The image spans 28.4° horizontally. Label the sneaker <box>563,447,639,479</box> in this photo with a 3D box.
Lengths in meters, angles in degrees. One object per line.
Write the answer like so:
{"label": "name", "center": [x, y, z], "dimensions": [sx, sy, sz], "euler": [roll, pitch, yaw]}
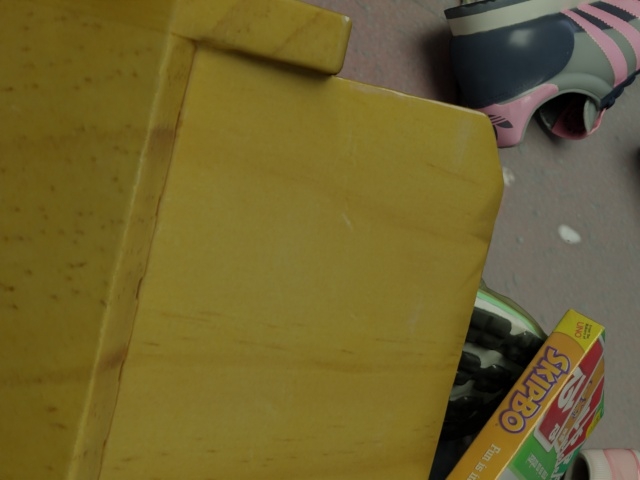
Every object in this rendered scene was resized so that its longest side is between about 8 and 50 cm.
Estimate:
{"label": "sneaker", "center": [0.215, 0.219, 0.948], "dimensions": [0.070, 0.051, 0.134], "euler": [13, 59, -25]}

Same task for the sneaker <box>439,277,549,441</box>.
{"label": "sneaker", "center": [0.000, 0.000, 0.867], "dimensions": [0.410, 0.158, 0.182], "euler": [28, 39, -25]}

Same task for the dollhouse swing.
{"label": "dollhouse swing", "center": [-0.111, 0.032, 0.690], "dimensions": [0.305, 0.315, 0.347], "euler": [-4, 109, -67]}

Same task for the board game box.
{"label": "board game box", "center": [0.107, 0.175, 0.825], "dimensions": [0.039, 0.124, 0.259], "euler": [31, 66, 29]}

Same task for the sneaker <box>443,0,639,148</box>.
{"label": "sneaker", "center": [0.236, -0.158, 1.115], "dimensions": [0.319, 0.112, 0.131], "euler": [-13, 97, -36]}
